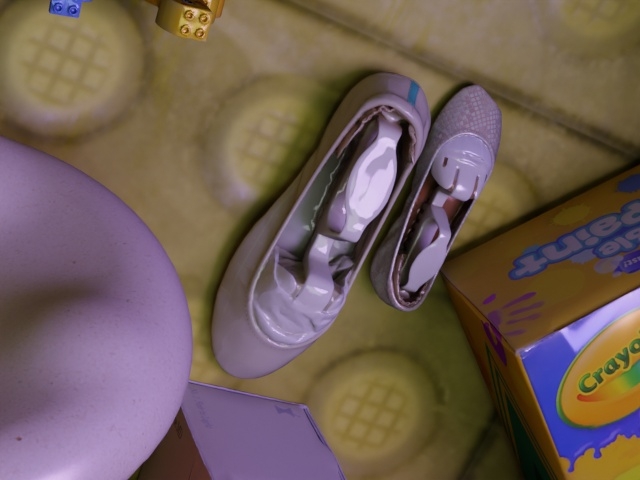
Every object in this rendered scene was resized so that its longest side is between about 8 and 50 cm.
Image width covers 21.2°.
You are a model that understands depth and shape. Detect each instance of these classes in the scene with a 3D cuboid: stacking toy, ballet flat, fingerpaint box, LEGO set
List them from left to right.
[{"bbox_3d":[-0.273,0.196,1.090,0.350,0.351,0.480,-2,131,-15],"label":"stacking toy"},{"bbox_3d":[-0.104,-0.171,1.054,0.227,0.093,0.087,7,110,-19],"label":"LEGO set"},{"bbox_3d":[0.000,0.000,1.164,0.086,0.086,0.248,22,105,-23],"label":"ballet flat"},{"bbox_3d":[0.088,-0.025,1.194,0.057,0.052,0.168,17,107,-22],"label":"ballet flat"},{"bbox_3d":[0.362,0.095,1.259,0.444,0.163,0.371,-27,116,-6],"label":"fingerpaint box"}]

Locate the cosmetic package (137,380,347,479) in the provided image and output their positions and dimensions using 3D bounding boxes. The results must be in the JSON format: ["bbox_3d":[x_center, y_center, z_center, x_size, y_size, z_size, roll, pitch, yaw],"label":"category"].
[{"bbox_3d":[-0.090,0.274,1.212,0.113,0.160,0.309,14,107,-20],"label":"cosmetic package"}]
